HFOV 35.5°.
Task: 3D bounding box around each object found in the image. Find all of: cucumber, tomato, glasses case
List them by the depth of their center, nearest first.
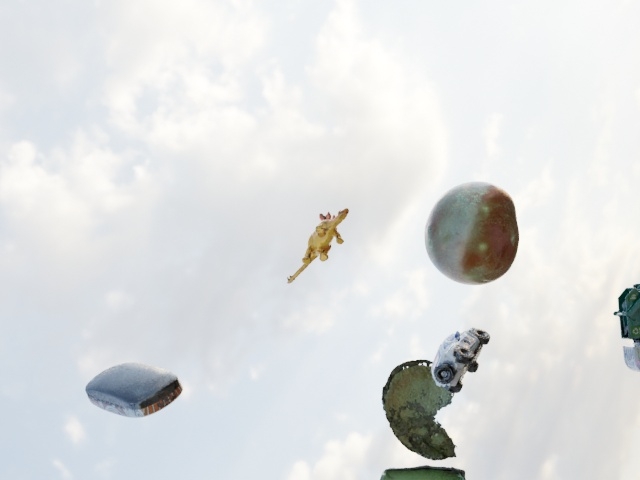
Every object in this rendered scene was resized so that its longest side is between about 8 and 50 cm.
[{"bbox_3d":[0.154,0.440,1.695,0.086,0.193,0.115,84,179,-76],"label":"cucumber"},{"bbox_3d":[-0.340,0.268,1.808,0.103,0.267,0.067,-33,-72,-30],"label":"glasses case"},{"bbox_3d":[0.379,-0.020,2.573,0.270,0.222,0.270,-179,90,-75],"label":"tomato"}]

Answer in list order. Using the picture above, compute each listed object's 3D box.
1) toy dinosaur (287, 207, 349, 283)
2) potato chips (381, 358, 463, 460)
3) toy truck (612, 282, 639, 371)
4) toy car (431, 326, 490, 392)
[{"bbox_3d":[0.000,0.000,2.420,0.288,0.070,0.117,-53,13,44],"label":"toy dinosaur"},{"bbox_3d":[0.229,0.365,2.161,0.029,0.202,0.220,137,127,-62],"label":"potato chips"},{"bbox_3d":[0.766,0.207,2.381,0.110,0.116,0.216,144,121,-84],"label":"toy truck"},{"bbox_3d":[0.251,0.217,1.839,0.171,0.070,0.080,-29,-39,-60],"label":"toy car"}]
